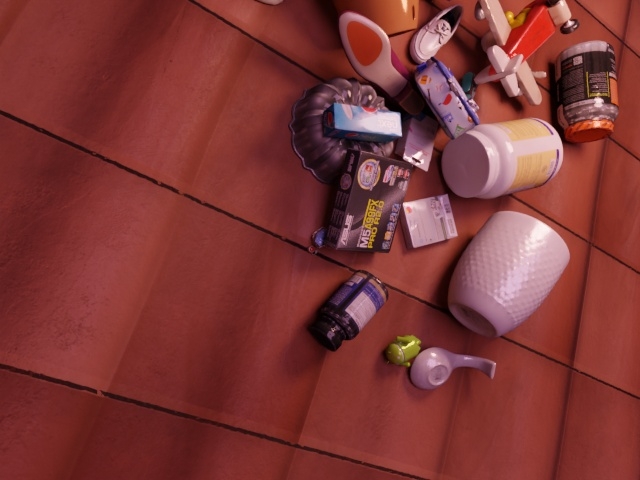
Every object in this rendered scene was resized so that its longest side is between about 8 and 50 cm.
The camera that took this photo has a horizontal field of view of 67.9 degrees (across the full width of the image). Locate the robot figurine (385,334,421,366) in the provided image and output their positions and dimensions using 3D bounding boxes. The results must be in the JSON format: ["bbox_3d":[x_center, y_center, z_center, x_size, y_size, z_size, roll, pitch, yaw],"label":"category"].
[{"bbox_3d":[0.241,0.322,1.396,0.115,0.067,0.101,-19,123,-29],"label":"robot figurine"}]

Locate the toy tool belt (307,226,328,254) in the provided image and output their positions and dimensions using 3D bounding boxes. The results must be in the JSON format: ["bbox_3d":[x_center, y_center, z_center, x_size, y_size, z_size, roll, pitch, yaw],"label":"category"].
[{"bbox_3d":[0.000,0.000,1.330,0.052,0.051,0.083,46,67,-14],"label":"toy tool belt"}]

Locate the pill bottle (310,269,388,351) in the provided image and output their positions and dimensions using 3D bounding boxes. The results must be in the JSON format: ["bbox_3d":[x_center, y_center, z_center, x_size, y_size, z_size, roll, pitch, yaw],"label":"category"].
[{"bbox_3d":[0.077,0.192,1.302,0.219,0.122,0.123,-44,102,-24],"label":"pill bottle"}]

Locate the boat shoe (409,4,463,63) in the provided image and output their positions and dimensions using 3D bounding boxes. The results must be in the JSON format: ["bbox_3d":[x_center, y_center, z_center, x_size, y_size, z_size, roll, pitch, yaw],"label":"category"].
[{"bbox_3d":[0.398,-0.701,1.602,0.096,0.088,0.267,48,66,-13],"label":"boat shoe"}]

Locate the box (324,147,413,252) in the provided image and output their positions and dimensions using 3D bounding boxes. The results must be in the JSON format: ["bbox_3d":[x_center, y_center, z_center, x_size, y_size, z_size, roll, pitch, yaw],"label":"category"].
[{"bbox_3d":[0.137,-0.103,1.328,0.216,0.060,0.270,5,103,-41],"label":"box"}]

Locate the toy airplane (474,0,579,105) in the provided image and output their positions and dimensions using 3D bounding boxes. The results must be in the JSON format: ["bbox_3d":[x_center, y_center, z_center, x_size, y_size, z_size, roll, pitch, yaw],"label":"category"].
[{"bbox_3d":[0.652,-0.671,1.638,0.384,0.272,0.387,-5,108,-26],"label":"toy airplane"}]

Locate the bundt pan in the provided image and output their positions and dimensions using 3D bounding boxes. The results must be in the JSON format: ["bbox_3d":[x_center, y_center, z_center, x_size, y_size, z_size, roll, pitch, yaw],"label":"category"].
[{"bbox_3d":[0.082,-0.324,1.376,0.330,0.124,0.331,4,80,-26],"label":"bundt pan"}]

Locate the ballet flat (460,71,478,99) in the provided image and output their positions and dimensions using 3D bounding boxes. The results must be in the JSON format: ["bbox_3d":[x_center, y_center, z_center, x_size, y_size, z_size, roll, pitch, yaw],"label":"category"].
[{"bbox_3d":[0.508,-0.491,1.646,0.070,0.070,0.189,28,75,-20],"label":"ballet flat"}]

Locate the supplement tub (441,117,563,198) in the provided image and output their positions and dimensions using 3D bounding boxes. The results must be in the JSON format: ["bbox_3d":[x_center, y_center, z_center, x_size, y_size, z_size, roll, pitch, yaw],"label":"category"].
[{"bbox_3d":[0.589,-0.266,1.553,0.331,0.241,0.241,-13,89,-27],"label":"supplement tub"}]

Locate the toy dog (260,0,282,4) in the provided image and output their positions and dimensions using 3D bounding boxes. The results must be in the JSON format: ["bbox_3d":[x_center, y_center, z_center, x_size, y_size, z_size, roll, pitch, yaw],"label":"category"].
[{"bbox_3d":[-0.166,-0.858,1.165,0.395,0.408,0.285,6,80,-26],"label":"toy dog"}]

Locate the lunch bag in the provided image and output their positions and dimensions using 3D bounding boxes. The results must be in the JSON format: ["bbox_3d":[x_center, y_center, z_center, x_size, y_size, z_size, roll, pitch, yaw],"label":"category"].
[{"bbox_3d":[0.376,-0.448,1.455,0.114,0.303,0.243,-32,106,19],"label":"lunch bag"}]

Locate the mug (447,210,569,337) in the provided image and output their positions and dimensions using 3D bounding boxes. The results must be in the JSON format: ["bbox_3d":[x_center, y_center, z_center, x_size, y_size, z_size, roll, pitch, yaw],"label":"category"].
[{"bbox_3d":[0.572,0.150,1.497,0.328,0.276,0.374,-49,135,-18],"label":"mug"}]

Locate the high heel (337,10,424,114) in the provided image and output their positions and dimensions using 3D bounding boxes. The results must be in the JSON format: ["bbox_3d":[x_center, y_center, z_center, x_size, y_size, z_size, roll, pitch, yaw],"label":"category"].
[{"bbox_3d":[0.160,-0.524,1.392,0.127,0.181,0.377,-37,126,15],"label":"high heel"}]

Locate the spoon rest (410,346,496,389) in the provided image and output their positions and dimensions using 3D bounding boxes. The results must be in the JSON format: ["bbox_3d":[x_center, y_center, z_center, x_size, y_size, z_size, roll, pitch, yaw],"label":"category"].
[{"bbox_3d":[0.397,0.391,1.460,0.276,0.084,0.138,3,102,-18],"label":"spoon rest"}]

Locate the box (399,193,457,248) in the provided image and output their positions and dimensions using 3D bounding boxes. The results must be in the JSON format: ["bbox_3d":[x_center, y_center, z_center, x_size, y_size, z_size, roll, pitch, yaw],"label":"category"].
[{"bbox_3d":[0.342,-0.062,1.516,0.186,0.038,0.145,-13,89,-28],"label":"box"}]

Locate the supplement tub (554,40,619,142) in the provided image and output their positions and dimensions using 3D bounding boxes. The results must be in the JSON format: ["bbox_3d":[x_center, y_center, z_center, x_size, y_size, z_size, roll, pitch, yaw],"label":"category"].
[{"bbox_3d":[1.020,-0.563,1.826,0.207,0.207,0.338,6,80,-25],"label":"supplement tub"}]

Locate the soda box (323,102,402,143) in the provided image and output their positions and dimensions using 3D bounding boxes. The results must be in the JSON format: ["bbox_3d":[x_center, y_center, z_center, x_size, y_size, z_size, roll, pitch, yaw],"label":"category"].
[{"bbox_3d":[0.114,-0.314,1.283,0.210,0.067,0.071,0,83,-27],"label":"soda box"}]

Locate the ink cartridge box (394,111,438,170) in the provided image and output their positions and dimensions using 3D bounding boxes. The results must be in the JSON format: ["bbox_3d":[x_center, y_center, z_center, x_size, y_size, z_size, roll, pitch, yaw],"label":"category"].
[{"bbox_3d":[0.303,-0.312,1.517,0.104,0.061,0.182,22,73,-23],"label":"ink cartridge box"}]

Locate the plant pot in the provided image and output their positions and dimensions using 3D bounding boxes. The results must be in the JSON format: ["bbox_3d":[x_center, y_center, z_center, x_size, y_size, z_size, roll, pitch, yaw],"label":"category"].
[{"bbox_3d":[0.170,-0.704,1.402,0.290,0.290,0.204,-25,111,-27],"label":"plant pot"}]
